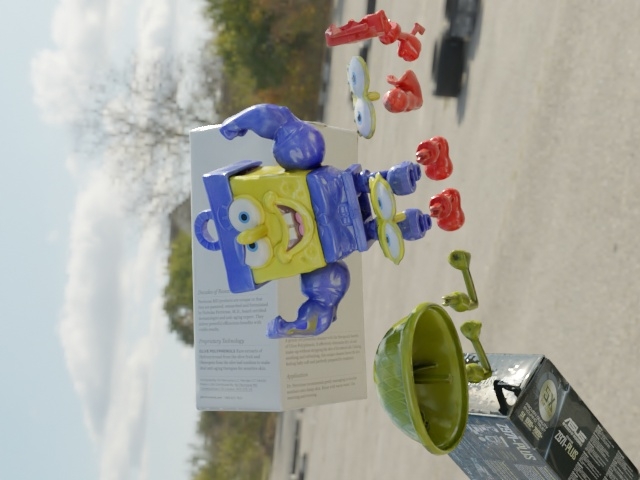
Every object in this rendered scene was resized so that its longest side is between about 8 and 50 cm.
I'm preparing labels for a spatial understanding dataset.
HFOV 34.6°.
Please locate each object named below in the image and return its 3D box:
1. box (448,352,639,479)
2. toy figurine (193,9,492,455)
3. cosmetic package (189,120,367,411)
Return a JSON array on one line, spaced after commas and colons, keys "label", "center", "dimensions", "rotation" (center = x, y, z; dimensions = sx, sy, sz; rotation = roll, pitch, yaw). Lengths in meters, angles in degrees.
[{"label": "box", "center": [0.198, 0.197, 1.012], "dimensions": [0.077, 0.180, 0.147], "rotation": [-52, 23, -26]}, {"label": "toy figurine", "center": [0.000, 0.000, 0.898], "dimensions": [0.191, 0.217, 0.363], "rotation": [-40, -60, -63]}, {"label": "cosmetic package", "center": [-0.052, 0.033, 1.351], "dimensions": [0.197, 0.155, 0.366], "rotation": [6, -100, -52]}]
